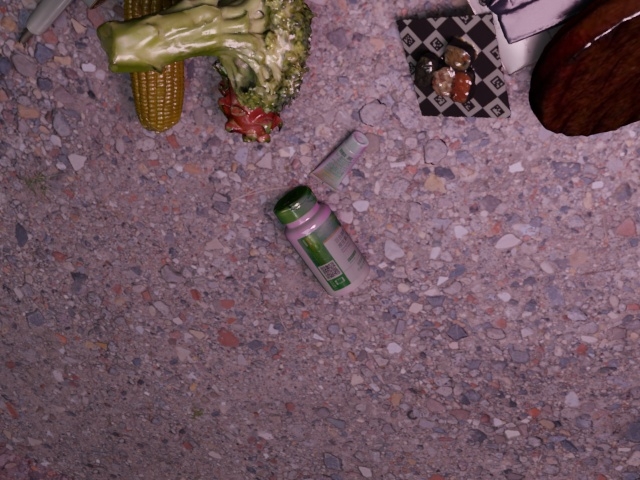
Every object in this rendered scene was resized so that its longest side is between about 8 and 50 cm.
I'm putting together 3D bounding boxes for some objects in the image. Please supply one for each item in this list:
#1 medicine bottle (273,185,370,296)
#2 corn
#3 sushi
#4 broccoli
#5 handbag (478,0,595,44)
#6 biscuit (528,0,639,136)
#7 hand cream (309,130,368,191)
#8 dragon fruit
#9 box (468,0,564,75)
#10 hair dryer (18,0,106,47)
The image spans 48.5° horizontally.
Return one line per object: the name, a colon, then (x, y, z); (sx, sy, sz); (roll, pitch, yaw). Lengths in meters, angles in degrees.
medicine bottle: (0.000, 0.000, 1.761); (0.133, 0.133, 0.274); (-26, 113, 26)
corn: (-0.367, -0.409, 1.595); (0.131, 0.131, 0.344); (9, 125, 8)
sushi: (0.264, -0.341, 1.461); (0.220, 0.047, 0.231); (10, 135, 39)
broccoli: (-0.191, -0.378, 1.379); (0.353, 0.397, 0.275); (39, 155, -6)
handbag: (0.354, -0.527, 1.226); (0.269, 0.118, 0.325); (-20, 113, 17)
biscuit: (0.577, -0.340, 1.306); (0.407, 0.091, 0.407); (-16, 155, -7)
hand cream: (0.047, -0.188, 1.688); (0.076, 0.047, 0.174); (34, 132, -9)
dragon fruit: (-0.168, -0.325, 1.594); (0.135, 0.137, 0.236); (-21, 114, 18)
box: (0.449, -0.484, 1.358); (0.299, 0.106, 0.200); (-25, 113, 25)
hair dryer: (-0.603, -0.545, 1.592); (0.357, 0.107, 0.173); (-29, 109, 34)
